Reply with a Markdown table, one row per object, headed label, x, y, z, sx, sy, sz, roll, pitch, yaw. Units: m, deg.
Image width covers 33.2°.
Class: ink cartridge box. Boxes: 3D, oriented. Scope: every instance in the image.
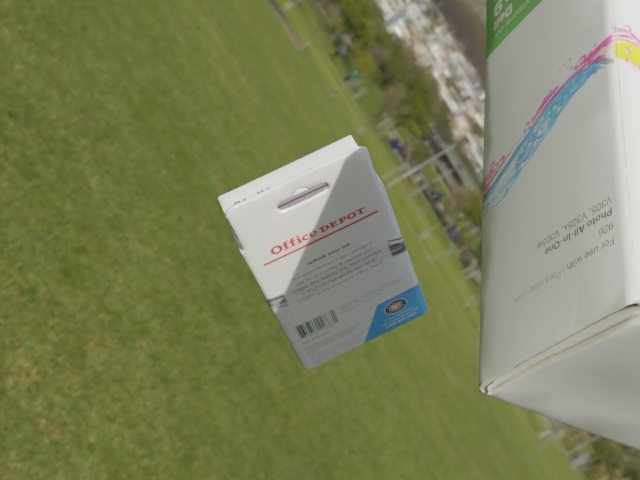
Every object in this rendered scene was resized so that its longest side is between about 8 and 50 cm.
| label | x | y | z | sx | sy | sz | roll | pitch | yaw |
| --- | --- | --- | --- | --- | --- | --- | --- | --- | --- |
| ink cartridge box | 0.000 | 0.000 | 0.745 | 0.180 | 0.104 | 0.060 | 67 | -3 | -46 |
| ink cartridge box | 0.151 | -0.024 | 0.437 | 0.154 | 0.093 | 0.212 | 21 | 53 | -22 |
